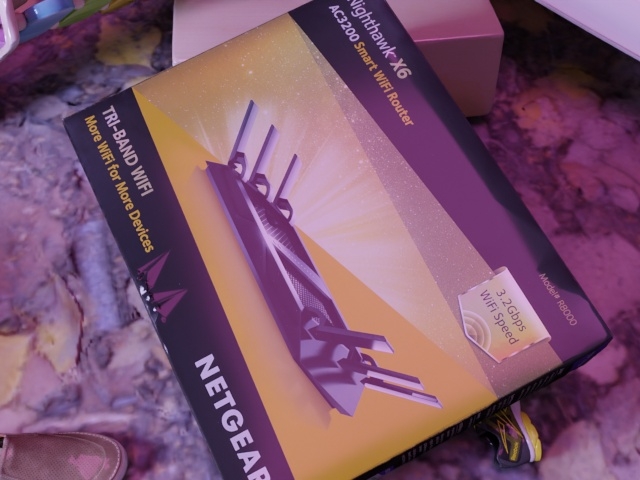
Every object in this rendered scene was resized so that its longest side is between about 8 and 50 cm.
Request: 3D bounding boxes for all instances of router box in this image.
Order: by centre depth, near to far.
[{"bbox_3d":[0.000,0.000,0.545,0.243,0.081,0.308,-28,69,-6],"label":"router box"}]

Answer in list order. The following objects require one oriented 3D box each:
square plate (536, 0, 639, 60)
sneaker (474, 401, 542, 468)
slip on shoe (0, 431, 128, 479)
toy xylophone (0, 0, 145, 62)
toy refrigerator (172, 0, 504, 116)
[{"bbox_3d":[0.349,-0.274,0.753,0.344,0.049,0.347,32,54,5],"label":"square plate"},{"bbox_3d":[0.117,0.115,0.547,0.035,0.031,0.083,-20,57,-13],"label":"sneaker"},{"bbox_3d":[-0.196,0.145,0.524,0.135,0.041,0.051,1,54,2],"label":"slip on shoe"},{"bbox_3d":[-0.173,-0.245,0.727,0.323,0.081,0.236,-29,15,-21],"label":"toy xylophone"},{"bbox_3d":[0.012,-0.159,0.710,0.270,0.094,0.102,-6,47,-4],"label":"toy refrigerator"}]
